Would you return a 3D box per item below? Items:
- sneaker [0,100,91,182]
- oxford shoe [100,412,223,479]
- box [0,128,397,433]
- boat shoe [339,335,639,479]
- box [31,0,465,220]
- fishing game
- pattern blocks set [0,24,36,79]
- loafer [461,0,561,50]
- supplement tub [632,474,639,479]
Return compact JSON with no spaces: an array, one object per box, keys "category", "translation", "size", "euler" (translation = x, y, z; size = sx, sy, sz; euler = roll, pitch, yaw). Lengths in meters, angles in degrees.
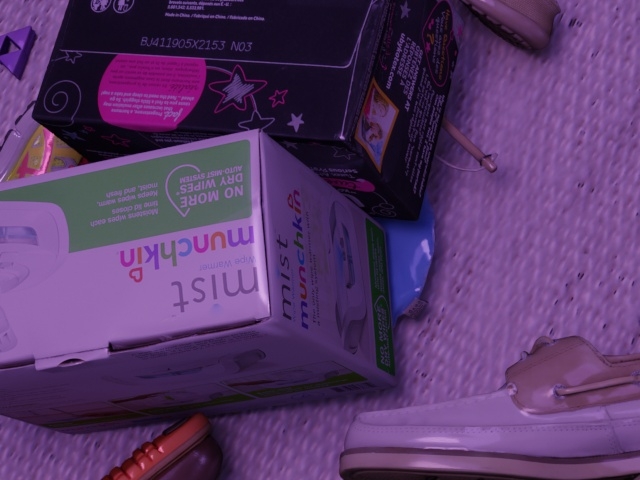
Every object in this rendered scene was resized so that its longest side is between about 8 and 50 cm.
[{"category":"sneaker","translation":[-0.205,-0.033,1.218],"size":[0.094,0.081,0.208],"euler":[40,90,14]},{"category":"oxford shoe","translation":[-0.164,0.282,1.088],"size":[0.133,0.130,0.363],"euler":[37,83,-2]},{"category":"box","translation":[-0.111,0.041,1.059],"size":[0.262,0.231,0.126],"euler":[-10,71,20]},{"category":"boat shoe","translation":[0.163,0.119,1.067],"size":[0.302,0.113,0.103],"euler":[0,69,1]},{"category":"box","translation":[-0.046,-0.120,1.131],"size":[0.247,0.142,0.163],"euler":[6,71,27]},{"category":"fishing game","translation":[0.000,0.000,1.177],"size":[0.264,0.041,0.189],"euler":[-47,67,3]},{"category":"pattern blocks set","translation":[-0.380,-0.199,1.335],"size":[0.325,0.026,0.285],"euler":[30,79,20]},{"category":"loafer","translation":[0.099,-0.254,1.205],"size":[0.092,0.102,0.268],"euler":[-41,66,12]},{"category":"supplement tub","translation":[0.213,0.255,0.907],"size":[0.325,0.235,0.235],"euler":[-40,67,9]}]
